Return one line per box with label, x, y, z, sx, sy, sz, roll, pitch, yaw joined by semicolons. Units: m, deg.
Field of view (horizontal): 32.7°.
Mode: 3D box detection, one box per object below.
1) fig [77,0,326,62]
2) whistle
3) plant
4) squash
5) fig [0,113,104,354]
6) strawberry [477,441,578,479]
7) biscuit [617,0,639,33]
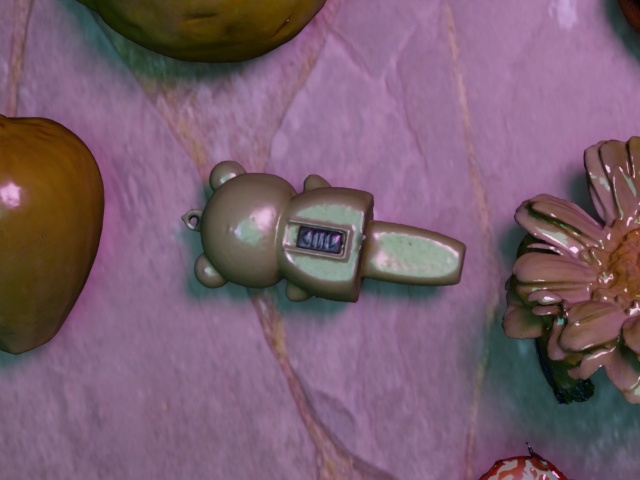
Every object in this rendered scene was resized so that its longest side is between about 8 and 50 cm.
fig;-0.123;-0.273;1.083;0.314;0.233;0.233;-26;87;48
whistle;0.000;0.000;1.090;0.289;0.106;0.131;9;88;6
plant;0.335;0.049;0.977;0.306;0.261;0.297;-37;98;-31
squash;0.235;0.078;1.099;0.052;0.052;0.183;-12;92;5
fig;-0.320;-0.013;1.084;0.207;0.207;0.230;19;125;5
strawberry;0.219;0.373;1.056;0.253;0.150;0.280;-46;72;-1
biscuit;0.427;-0.282;1.053;0.296;0.075;0.295;-3;79;13
